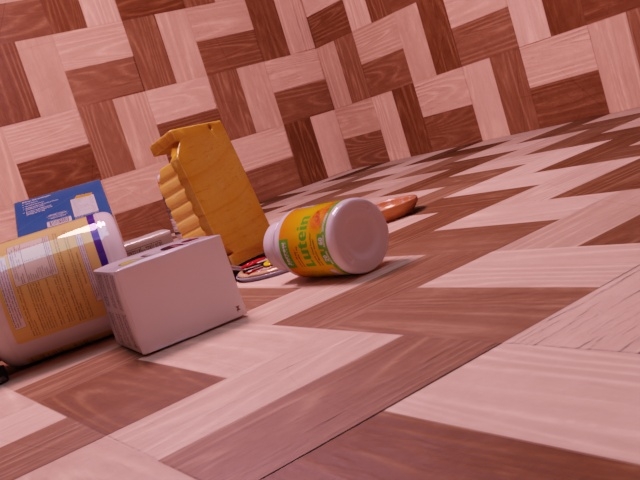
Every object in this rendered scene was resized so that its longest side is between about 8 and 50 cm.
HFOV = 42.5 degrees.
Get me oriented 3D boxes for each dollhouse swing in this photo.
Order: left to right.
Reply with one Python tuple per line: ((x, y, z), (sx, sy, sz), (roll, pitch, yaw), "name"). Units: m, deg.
((-0.331, -0.074, 2.059), (0.305, 0.347, 0.315), (-23, 3, 28), "dollhouse swing")

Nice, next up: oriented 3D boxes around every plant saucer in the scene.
((0.153, -0.070, 2.077), (0.200, 0.037, 0.200), (-17, 7, 2), "plant saucer")

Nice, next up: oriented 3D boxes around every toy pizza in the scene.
((-0.093, 0.044, 1.820), (0.201, 0.032, 0.201), (-17, 7, 2), "toy pizza")

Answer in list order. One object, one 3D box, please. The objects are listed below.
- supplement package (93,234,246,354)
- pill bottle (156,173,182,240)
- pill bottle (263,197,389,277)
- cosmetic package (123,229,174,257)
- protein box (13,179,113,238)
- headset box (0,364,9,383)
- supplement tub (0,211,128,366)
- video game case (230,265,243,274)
((-0.270, 0.090, 1.447), (0.194, 0.149, 0.203), (-21, 7, -25), "supplement package")
((-0.388, -0.092, 2.531), (0.162, 0.278, 0.162), (-17, 8, 2), "pill bottle")
((0.000, 0.000, 1.533), (0.136, 0.136, 0.246), (-23, 9, -36), "pill bottle")
((-0.478, 0.089, 1.922), (0.296, 0.153, 0.129), (-18, 8, -18), "cosmetic package")
((-0.547, -0.012, 1.796), (0.200, 0.136, 0.201), (-18, 31, -14), "protein box")
((-0.617, 0.255, 1.482), (0.083, 0.032, 0.062), (-12, 9, 27), "headset box")
((-0.530, 0.102, 1.596), (0.331, 0.241, 0.241), (-19, 8, -14), "supplement tub")
((-0.227, 0.072, 1.863), (0.087, 0.011, 0.122), (-15, -10, 21), "video game case")
